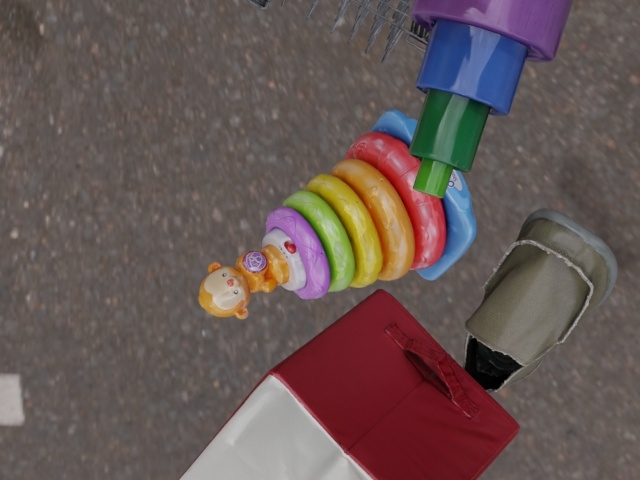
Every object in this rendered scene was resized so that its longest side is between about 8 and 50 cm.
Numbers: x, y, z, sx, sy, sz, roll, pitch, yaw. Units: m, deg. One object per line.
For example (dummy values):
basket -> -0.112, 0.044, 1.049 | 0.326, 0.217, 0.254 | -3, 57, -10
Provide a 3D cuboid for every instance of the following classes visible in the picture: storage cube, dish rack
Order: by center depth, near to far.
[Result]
storage cube -> 0.022, 0.190, 1.235 | 0.184, 0.193, 0.215 | 45, 126, 9
dish rack -> 0.047, -0.282, 1.630 | 0.271, 0.208, 0.074 | 28, 120, -7

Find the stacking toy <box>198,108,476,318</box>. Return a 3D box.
stacking toy -> 0.000, 0.000, 1.500 | 0.301, 0.166, 0.175 | -26, 76, -25

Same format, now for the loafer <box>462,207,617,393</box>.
loafer -> 0.181, 0.065, 1.213 | 0.094, 0.087, 0.251 | 33, 151, 13

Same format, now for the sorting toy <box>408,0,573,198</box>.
sorting toy -> -0.026, -0.085, 0.480 | 0.365, 0.127, 0.126 | 18, 90, -54
